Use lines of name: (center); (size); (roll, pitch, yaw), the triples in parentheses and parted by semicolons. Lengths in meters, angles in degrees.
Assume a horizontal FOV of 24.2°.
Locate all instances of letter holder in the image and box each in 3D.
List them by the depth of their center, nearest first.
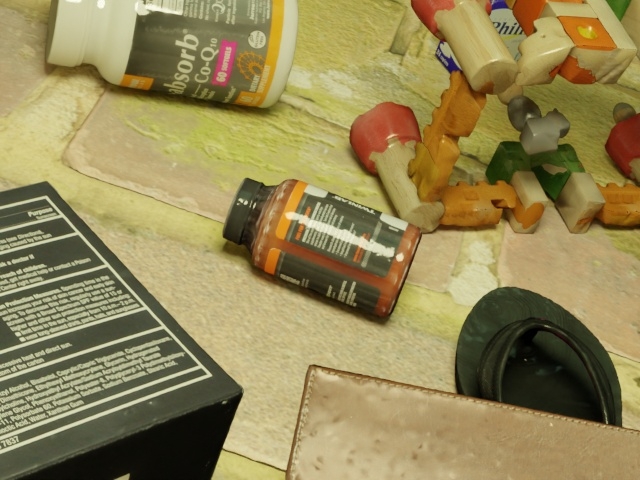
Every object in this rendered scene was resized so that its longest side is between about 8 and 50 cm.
letter holder: (0.113, 0.253, 1.193); (0.301, 0.152, 0.214); (11, 53, 1)

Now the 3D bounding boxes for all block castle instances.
block castle: (0.286, -0.178, 1.764); (0.453, 0.303, 0.213); (-1, 47, -24)

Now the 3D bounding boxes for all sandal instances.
sandal: (0.217, 0.180, 1.412); (0.167, 0.107, 0.446); (9, 38, -2)

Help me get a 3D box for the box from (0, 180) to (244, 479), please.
box: (-0.277, 0.128, 1.209); (0.296, 0.183, 0.294); (-17, 50, -41)

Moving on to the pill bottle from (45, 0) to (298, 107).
pill bottle: (-0.177, -0.253, 1.768); (0.278, 0.162, 0.162); (7, 38, -15)

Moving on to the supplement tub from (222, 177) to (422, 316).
supplement tub: (0.000, 0.000, 1.566); (0.198, 0.106, 0.106); (22, 36, 3)

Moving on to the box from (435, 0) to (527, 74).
box: (0.243, -0.287, 2.019); (0.126, 0.137, 0.072); (-4, 43, -29)
